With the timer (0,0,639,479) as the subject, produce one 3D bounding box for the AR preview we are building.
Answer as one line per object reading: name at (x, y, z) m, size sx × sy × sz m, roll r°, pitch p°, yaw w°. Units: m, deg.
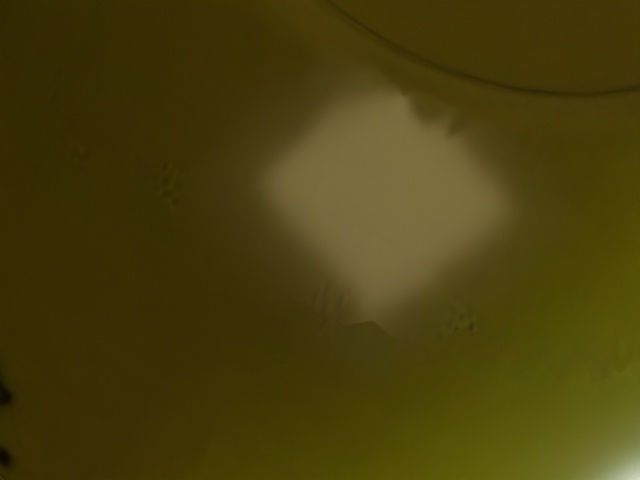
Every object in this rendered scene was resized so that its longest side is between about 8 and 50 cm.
timer at (0.000, 0.000, 0.572) m, size 0.376 × 0.387 × 0.376 m, roll 9°, pitch 55°, yaw -13°
